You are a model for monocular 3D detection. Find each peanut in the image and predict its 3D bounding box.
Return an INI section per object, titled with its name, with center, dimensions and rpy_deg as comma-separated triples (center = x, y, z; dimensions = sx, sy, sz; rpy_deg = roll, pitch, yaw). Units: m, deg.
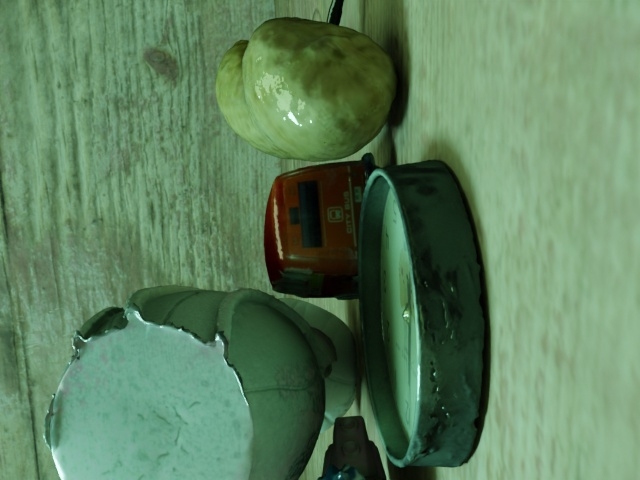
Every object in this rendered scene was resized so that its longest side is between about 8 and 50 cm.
[peanut]
center = -0.024, -0.144, 0.742
dimensions = 0.137, 0.122, 0.253
rpy_deg = 62, 162, -16

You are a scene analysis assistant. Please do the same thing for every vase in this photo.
[vase]
center = -0.088, 0.164, 0.839
dimensions = 0.445, 0.250, 0.249
rpy_deg = 6, -100, -76

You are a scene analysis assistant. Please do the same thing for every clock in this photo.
[clock]
center = 0.066, 0.053, 0.576
dimensions = 0.226, 0.049, 0.226
rpy_deg = 178, 90, -84

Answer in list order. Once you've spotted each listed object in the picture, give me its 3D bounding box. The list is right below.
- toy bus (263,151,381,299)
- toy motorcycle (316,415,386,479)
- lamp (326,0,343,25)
[toy bus]
center = 0.000, 0.000, 0.824
dimensions = 0.265, 0.120, 0.121
rpy_deg = 116, 149, -79
[toy motorcycle]
center = 0.033, 0.244, 0.700
dimensions = 0.239, 0.108, 0.204
rpy_deg = -116, 14, -49
[lamp]
center = -0.007, -0.282, 0.803
dimensions = 0.130, 0.109, 0.371
rpy_deg = -106, 15, -49
